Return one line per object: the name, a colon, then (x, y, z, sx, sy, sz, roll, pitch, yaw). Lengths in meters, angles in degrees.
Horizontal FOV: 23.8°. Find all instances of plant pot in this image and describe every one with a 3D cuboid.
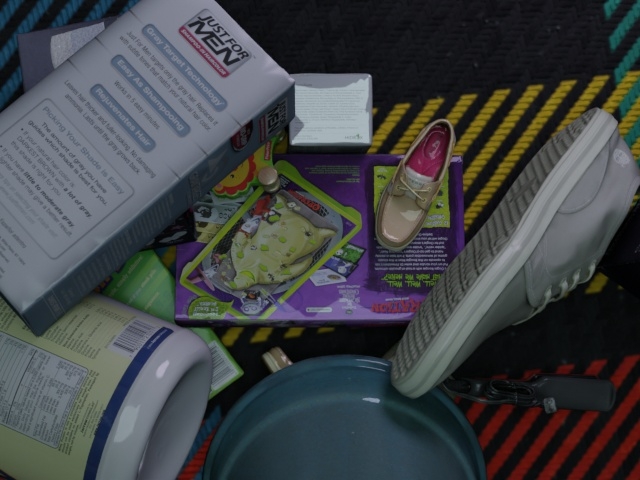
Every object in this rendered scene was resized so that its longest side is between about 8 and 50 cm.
plant pot: (0.032, 0.337, 1.644, 0.341, 0.334, 0.341, 0, 104, -1)

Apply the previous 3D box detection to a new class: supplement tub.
supplement tub: (-0.309, 0.160, 1.713, 0.324, 0.235, 0.235, 21, 87, 13)

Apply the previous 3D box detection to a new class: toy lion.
toy lion: (-0.094, -0.098, 1.808, 0.096, 0.034, 0.100, 4, 75, 7)

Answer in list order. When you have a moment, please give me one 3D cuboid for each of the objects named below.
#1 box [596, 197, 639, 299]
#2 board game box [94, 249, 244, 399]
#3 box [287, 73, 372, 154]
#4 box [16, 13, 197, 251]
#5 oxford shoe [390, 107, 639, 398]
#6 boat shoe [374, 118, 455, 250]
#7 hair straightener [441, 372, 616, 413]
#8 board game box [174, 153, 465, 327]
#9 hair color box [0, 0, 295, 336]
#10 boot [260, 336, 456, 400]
box: (0.506, -0.064, 1.731, 0.179, 0.312, 0.343, 34, 88, -1)
board game box: (-0.218, 0.092, 1.835, 0.124, 0.039, 0.259, -36, 92, -4)
box: (0.010, -0.150, 1.819, 0.101, 0.101, 0.087, 1, 87, -2)
box: (-0.244, -0.118, 1.757, 0.163, 0.142, 0.247, -11, 75, 2)
oxford shoe: (0.240, 0.026, 1.742, 0.130, 0.169, 0.449, 47, 60, -9)
boat shoe: (0.111, -0.070, 1.790, 0.063, 0.059, 0.170, 22, 76, 4)
hair straightener: (0.247, 0.174, 1.795, 0.230, 0.089, 0.047, 10, 91, -18)
board game box: (0.000, 0.000, 1.822, 0.346, 0.056, 0.208, 1, 72, -2)
hair color box: (-0.223, -0.095, 1.616, 0.374, 0.113, 0.185, -41, 78, -11)
boot: (0.050, 0.163, 1.821, 0.213, 0.077, 0.165, 43, 88, -7)
